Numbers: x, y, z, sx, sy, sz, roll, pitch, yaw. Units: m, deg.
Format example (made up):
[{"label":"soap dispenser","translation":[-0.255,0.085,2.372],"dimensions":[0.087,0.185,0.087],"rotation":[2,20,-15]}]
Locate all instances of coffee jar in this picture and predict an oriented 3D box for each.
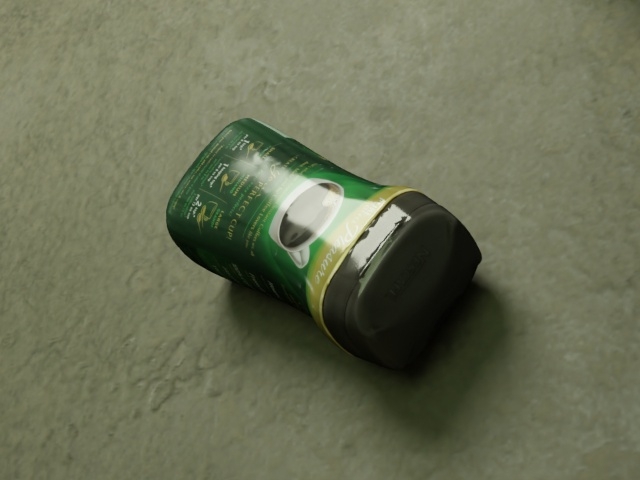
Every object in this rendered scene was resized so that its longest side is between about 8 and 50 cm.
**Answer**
[{"label":"coffee jar","translation":[0.000,0.000,0.752],"dimensions":[0.184,0.079,0.096],"rotation":[28,76,43]}]
